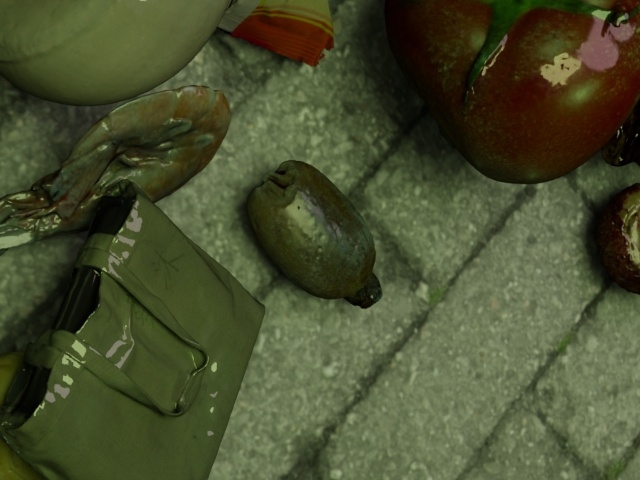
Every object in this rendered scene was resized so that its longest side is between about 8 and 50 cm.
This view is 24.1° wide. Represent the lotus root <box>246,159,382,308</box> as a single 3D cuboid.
[{"bbox_3d":[0.000,0.000,1.621,0.192,0.088,0.113,49,60,-17],"label":"lotus root"}]

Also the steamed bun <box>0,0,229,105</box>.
[{"bbox_3d":[-0.197,-0.251,1.437,0.177,0.283,0.283,34,69,-48],"label":"steamed bun"}]

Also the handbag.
[{"bbox_3d":[-0.177,0.128,1.457,0.253,0.109,0.315,48,52,-39],"label":"handbag"}]

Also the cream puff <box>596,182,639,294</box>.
[{"bbox_3d":[0.398,-0.001,1.839,0.149,0.084,0.149,4,83,-32],"label":"cream puff"}]

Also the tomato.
[{"bbox_3d":[0.216,-0.209,1.641,0.303,0.239,0.303,-3,58,5],"label":"tomato"}]

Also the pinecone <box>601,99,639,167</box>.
[{"bbox_3d":[0.427,-0.197,1.792,0.257,0.243,0.243,3,85,-8],"label":"pinecone"}]

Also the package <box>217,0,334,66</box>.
[{"bbox_3d":[-0.075,-0.331,1.593,0.223,0.108,0.288,1,83,-30],"label":"package"}]

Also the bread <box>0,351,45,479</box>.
[{"bbox_3d":[-0.311,0.183,1.417,0.125,0.086,0.156,-19,99,-69],"label":"bread"}]

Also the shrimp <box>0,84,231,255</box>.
[{"bbox_3d":[-0.221,-0.071,1.474,0.317,0.164,0.062,-26,59,-24],"label":"shrimp"}]
